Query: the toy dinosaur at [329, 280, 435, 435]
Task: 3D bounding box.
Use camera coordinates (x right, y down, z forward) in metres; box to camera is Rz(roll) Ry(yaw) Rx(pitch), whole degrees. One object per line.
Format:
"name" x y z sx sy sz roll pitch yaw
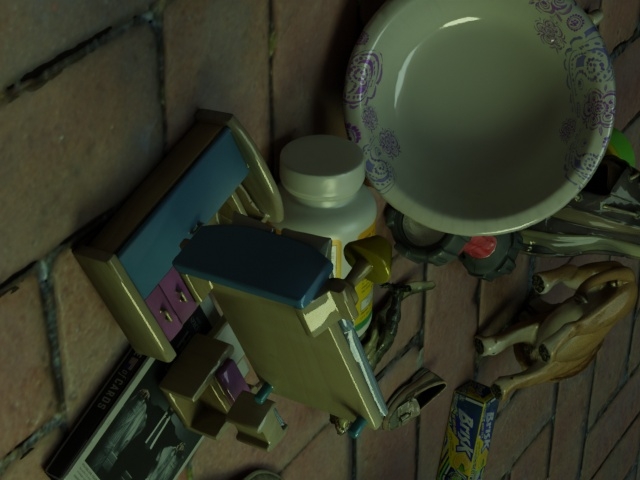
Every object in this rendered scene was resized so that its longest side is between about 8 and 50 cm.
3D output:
"toy dinosaur" 0.068 0.110 1.786 0.268 0.064 0.118 -53 155 -31

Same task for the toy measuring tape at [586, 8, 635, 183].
"toy measuring tape" 0.418 -0.172 2.146 0.121 0.121 0.330 -32 134 -49

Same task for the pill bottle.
"pill bottle" 0.000 0.000 1.526 0.117 0.117 0.208 -38 139 -44

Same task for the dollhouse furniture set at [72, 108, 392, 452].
"dollhouse furniture set" -0.013 0.051 1.301 0.198 0.303 0.286 -52 136 -28

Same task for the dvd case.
"dvd case" -0.166 0.176 1.447 0.239 0.029 0.179 -56 150 -22

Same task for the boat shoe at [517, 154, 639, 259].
"boat shoe" 0.422 -0.049 2.071 0.355 0.132 0.130 -2 109 -21

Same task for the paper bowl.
"paper bowl" 0.170 -0.150 1.562 0.148 0.284 0.284 -41 148 -82

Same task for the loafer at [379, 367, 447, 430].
"loafer" 0.128 0.220 1.977 0.125 0.039 0.045 -42 142 -41

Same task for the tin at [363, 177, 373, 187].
"tin" 0.102 -0.144 1.696 0.190 0.040 0.106 -60 146 -17

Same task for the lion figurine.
"lion figurine" 0.372 0.115 2.109 0.240 0.142 0.392 -18 168 -25

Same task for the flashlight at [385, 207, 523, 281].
"flashlight" 0.182 0.000 1.870 0.103 0.103 0.304 -28 160 16

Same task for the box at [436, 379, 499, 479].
"box" 0.223 0.300 2.184 0.059 0.054 0.169 -23 127 -54

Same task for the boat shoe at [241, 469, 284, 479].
"boat shoe" -0.093 0.314 1.657 0.065 0.075 0.206 -31 169 22
